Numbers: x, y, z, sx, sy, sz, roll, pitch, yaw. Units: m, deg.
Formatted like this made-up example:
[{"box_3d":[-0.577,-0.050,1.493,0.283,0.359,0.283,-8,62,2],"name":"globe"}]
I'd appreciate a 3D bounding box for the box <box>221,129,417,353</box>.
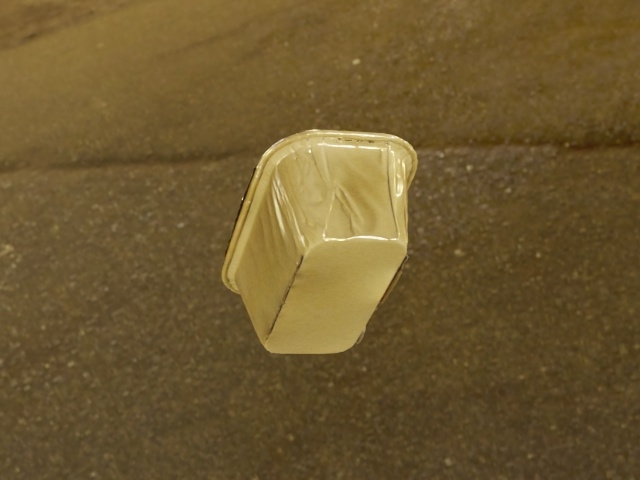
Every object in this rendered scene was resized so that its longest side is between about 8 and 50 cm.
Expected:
[{"box_3d":[0.000,0.000,0.667,0.111,0.177,0.111,10,51,-13],"name":"box"}]
